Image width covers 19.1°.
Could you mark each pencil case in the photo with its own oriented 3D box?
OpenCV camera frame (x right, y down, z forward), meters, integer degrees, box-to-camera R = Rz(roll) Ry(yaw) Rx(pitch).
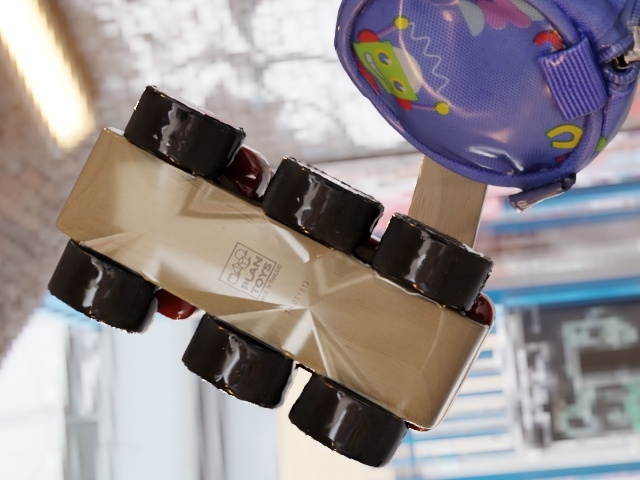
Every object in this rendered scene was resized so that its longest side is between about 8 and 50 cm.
[{"bbox_3d":[0.125,-0.156,0.848,0.306,0.133,0.119,-56,-38,-36],"label":"pencil case"}]

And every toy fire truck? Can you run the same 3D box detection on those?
[{"bbox_3d":[0.000,0.000,1.036,0.158,0.217,0.246,-63,-10,4],"label":"toy fire truck"}]
